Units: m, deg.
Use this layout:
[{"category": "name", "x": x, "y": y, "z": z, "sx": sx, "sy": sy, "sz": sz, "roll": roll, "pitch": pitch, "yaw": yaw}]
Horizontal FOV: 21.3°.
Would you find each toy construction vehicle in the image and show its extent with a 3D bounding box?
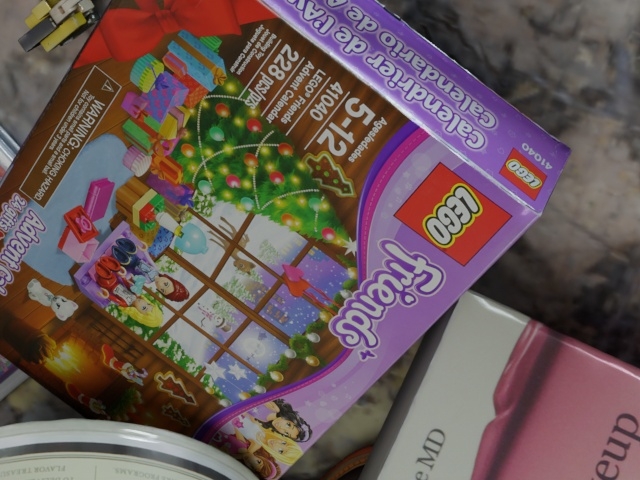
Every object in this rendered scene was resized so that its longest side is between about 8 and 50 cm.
[{"category": "toy construction vehicle", "x": -0.113, "y": -0.089, "z": 0.860, "sx": 0.098, "sy": 0.035, "sz": 0.086, "roll": -25, "pitch": 99, "yaw": 45}]

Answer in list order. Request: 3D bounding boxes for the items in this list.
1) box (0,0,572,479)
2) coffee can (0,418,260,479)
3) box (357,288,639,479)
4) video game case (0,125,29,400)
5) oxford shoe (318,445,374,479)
[{"category": "box", "x": -0.047, "y": -0.004, "z": 0.812, "sx": 0.201, "sy": 0.057, "sz": 0.293, "roll": 37, "pitch": 133, "yaw": -4}, {"category": "coffee can", "x": -0.117, "y": 0.252, "z": 0.797, "sx": 0.201, "sy": 0.275, "sz": 0.202, "roll": -1, "pitch": 142, "yaw": -1}, {"category": "box", "x": 0.136, "y": 0.142, "z": 0.832, "sx": 0.232, "sy": 0.127, "sz": 0.149, "roll": 25, "pitch": 80, "yaw": 2}, {"category": "video game case", "x": -0.231, "y": 0.014, "z": 0.952, "sx": 0.201, "sy": 0.023, "sz": 0.183, "roll": -38, "pitch": 99, "yaw": 22}, {"category": "oxford shoe", "x": -0.006, "y": 0.235, "z": 0.945, "sx": 0.096, "sy": 0.098, "sz": 0.271, "roll": 26, "pitch": 114, "yaw": 3}]
